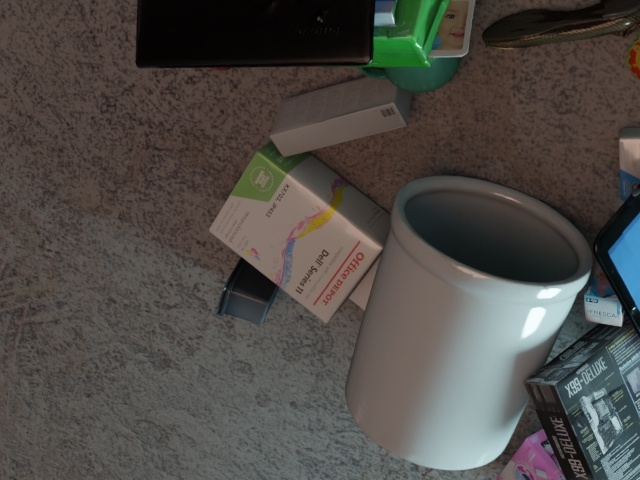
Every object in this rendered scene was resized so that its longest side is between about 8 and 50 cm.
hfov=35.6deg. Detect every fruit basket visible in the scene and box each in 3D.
[{"bbox_3d":[0.086,-0.446,1.522,0.326,0.165,0.353,5,83,21],"label":"fruit basket"}]

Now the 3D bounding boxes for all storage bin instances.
[{"bbox_3d":[-0.136,0.105,1.912,0.091,0.135,0.098,22,118,3],"label":"storage bin"}]

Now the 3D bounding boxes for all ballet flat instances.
[{"bbox_3d":[0.376,-0.327,1.544,0.249,0.084,0.058,-7,132,22],"label":"ballet flat"}]

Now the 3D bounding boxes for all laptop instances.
[{"bbox_3d":[-0.056,-0.460,1.510,0.381,0.408,0.236,4,127,22],"label":"laptop"}]

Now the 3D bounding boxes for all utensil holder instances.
[{"bbox_3d":[0.232,0.137,1.655,0.327,0.327,0.386,22,121,14],"label":"utensil holder"}]

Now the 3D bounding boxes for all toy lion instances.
[{"bbox_3d":[0.513,-0.293,1.520,0.096,0.034,0.100,-8,108,34],"label":"toy lion"}]

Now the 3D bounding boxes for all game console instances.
[{"bbox_3d":[0.584,0.028,1.492,0.250,0.173,0.293,-17,124,33],"label":"game console"}]

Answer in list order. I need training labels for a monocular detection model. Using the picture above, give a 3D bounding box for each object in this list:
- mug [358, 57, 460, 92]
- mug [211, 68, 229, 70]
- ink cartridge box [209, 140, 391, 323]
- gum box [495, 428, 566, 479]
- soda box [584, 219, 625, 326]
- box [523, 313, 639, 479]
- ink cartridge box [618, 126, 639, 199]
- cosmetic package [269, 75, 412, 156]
[{"bbox_3d":[0.149,-0.305,1.612,0.157,0.129,0.097,12,149,23],"label":"mug"},{"bbox_3d":[-0.191,-0.405,1.730,0.150,0.113,0.169,32,117,6],"label":"mug"},{"bbox_3d":[0.000,0.000,1.810,0.353,0.119,0.207,37,120,5],"label":"ink cartridge box"},{"bbox_3d":[0.397,0.423,1.789,0.107,0.062,0.188,54,151,27],"label":"gum box"},{"bbox_3d":[0.469,0.049,1.586,0.058,0.183,0.063,7,135,25],"label":"soda box"},{"bbox_3d":[0.495,0.255,1.603,0.076,0.307,0.243,-5,113,61],"label":"box"},{"bbox_3d":[0.562,-0.121,1.550,0.181,0.061,0.104,1,113,23],"label":"ink cartridge box"},{"bbox_3d":[0.036,-0.218,1.710,0.239,0.099,0.060,-11,136,27],"label":"cosmetic package"}]
